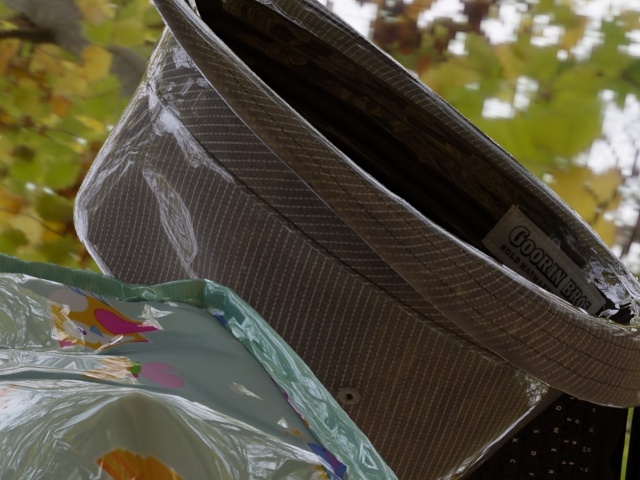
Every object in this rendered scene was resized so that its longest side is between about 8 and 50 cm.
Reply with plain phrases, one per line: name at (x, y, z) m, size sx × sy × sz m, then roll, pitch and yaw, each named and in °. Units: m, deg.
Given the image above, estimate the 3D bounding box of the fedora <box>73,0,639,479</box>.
fedora at (0.000, 0.000, 0.733) m, size 0.275 × 0.244 × 0.124 m, roll 36°, pitch -75°, yaw -9°

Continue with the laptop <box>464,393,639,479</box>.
laptop at (0.169, 0.189, 1.096) m, size 0.264 × 0.136 × 0.234 m, roll 10°, pitch -96°, yaw -17°

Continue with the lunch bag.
lunch bag at (-0.062, 0.143, 0.467) m, size 0.160 × 0.262 × 0.223 m, roll 9°, pitch -75°, yaw -30°
